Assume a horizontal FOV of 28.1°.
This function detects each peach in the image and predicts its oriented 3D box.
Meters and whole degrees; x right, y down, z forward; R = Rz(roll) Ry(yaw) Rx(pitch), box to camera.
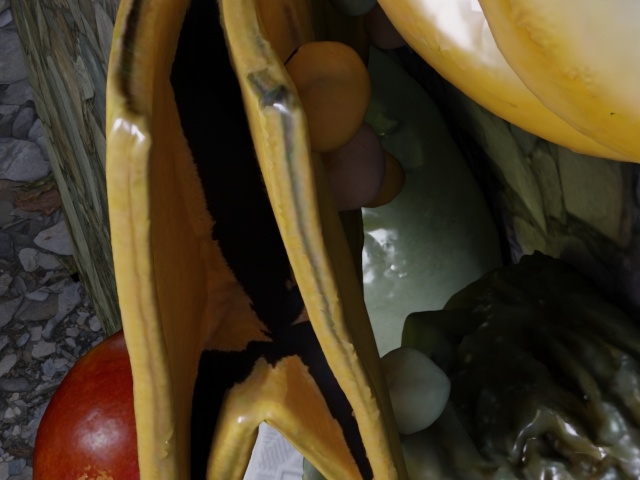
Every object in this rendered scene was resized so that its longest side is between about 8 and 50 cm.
[{"bbox_3d":[-0.142,0.243,1.448,0.370,0.370,0.370,159,90,-74],"label":"peach"}]

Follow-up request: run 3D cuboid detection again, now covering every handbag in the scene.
[{"bbox_3d":[-0.021,-0.087,0.582,0.283,0.133,0.401,79,-172,-45],"label":"handbag"}]

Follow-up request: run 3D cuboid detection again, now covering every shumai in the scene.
[{"bbox_3d":[0.103,0.131,0.695,0.256,0.218,0.189,-136,39,-57],"label":"shumai"}]

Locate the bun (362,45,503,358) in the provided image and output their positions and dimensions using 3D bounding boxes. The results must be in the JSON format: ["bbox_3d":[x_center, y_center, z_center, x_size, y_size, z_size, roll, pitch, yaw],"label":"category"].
[{"bbox_3d":[0.000,0.000,0.920,0.283,0.179,0.283,58,163,29],"label":"bun"}]

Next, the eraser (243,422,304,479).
[{"bbox_3d":[-0.029,0.279,0.787,0.098,0.096,0.403,91,-170,-68],"label":"eraser"}]

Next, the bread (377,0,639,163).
[{"bbox_3d":[0.084,-0.166,0.383,0.270,0.211,0.315,-149,44,-67],"label":"bread"}]
